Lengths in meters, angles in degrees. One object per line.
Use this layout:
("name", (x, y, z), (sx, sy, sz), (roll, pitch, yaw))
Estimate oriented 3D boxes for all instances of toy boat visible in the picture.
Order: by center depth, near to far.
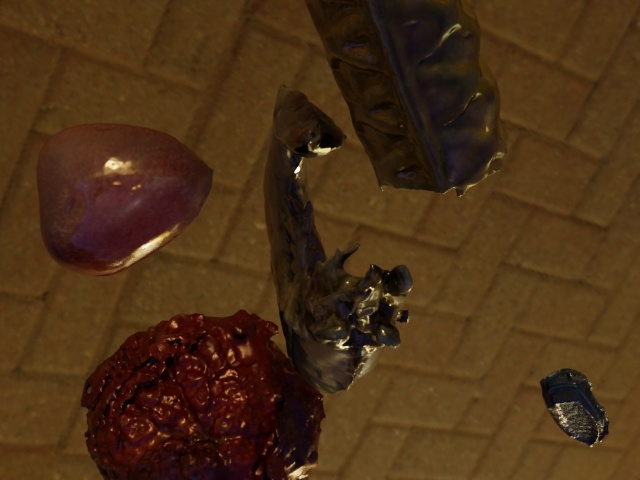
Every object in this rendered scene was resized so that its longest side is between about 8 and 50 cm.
("toy boat", (0.174, 0.111, 0.775), (0.038, 0.038, 0.083), (-41, 133, -5))

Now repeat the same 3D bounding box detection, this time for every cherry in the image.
("cherry", (-0.145, -0.035, 0.792), (0.126, 0.106, 0.087), (-30, 177, 14))

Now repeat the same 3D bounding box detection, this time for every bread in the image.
("bread", (0.046, -0.153, 0.740), (0.087, 0.098, 0.269), (-49, 130, -37))

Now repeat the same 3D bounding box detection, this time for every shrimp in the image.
("shrimp", (0.000, 0.000, 0.869), (0.085, 0.360, 0.247), (-11, 95, -10))

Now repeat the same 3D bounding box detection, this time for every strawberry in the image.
("strawberry", (-0.124, 0.209, 1.241), (0.274, 0.220, 0.274), (1, 105, 3))
